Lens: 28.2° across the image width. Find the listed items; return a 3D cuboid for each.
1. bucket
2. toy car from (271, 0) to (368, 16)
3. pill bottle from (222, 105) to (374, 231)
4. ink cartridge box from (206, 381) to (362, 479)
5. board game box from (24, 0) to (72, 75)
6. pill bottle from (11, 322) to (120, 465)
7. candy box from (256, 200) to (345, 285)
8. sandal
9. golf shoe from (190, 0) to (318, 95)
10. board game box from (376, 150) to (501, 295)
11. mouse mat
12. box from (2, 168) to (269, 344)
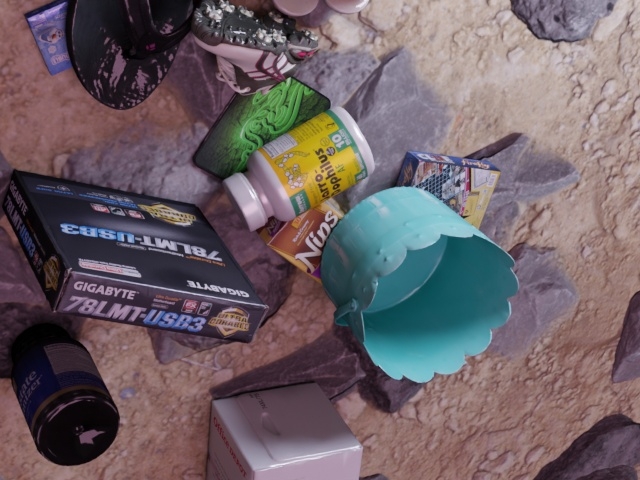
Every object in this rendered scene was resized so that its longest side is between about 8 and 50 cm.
[{"bbox_3d":[0.144,0.063,1.976,0.281,0.183,0.281,-15,126,-21],"label":"bucket"},{"bbox_3d":[0.015,-0.389,1.745,0.182,0.159,0.136,-7,86,-24],"label":"toy car"},{"bbox_3d":[-0.035,-0.101,1.881,0.208,0.117,0.118,-29,127,-9],"label":"pill bottle"},{"bbox_3d":[-0.068,0.411,2.124,0.197,0.198,0.270,-7,122,-23],"label":"ink cartridge box"},{"bbox_3d":[-0.334,-0.276,1.690,0.090,0.020,0.090,-27,128,-12],"label":"board game box"},{"bbox_3d":[-0.375,0.214,1.832,0.122,0.219,0.123,-13,123,-21],"label":"pill bottle"},{"bbox_3d":[0.000,0.000,2.009,0.109,0.053,0.186,-49,127,6],"label":"candy box"},{"bbox_3d":[-0.201,-0.370,1.639,0.167,0.107,0.446,13,109,-36],"label":"sandal"},{"bbox_3d":[-0.098,-0.248,1.716,0.120,0.105,0.273,-55,160,18],"label":"golf shoe"},{"bbox_3d":[0.182,-0.022,2.097,0.165,0.042,0.243,6,115,-30],"label":"board game box"},{"bbox_3d":[-0.086,-0.162,1.897,0.152,0.007,0.190,27,102,-36],"label":"mouse mat"},{"bbox_3d":[-0.256,0.019,1.732,0.295,0.293,0.073,12,111,-32],"label":"box"}]
